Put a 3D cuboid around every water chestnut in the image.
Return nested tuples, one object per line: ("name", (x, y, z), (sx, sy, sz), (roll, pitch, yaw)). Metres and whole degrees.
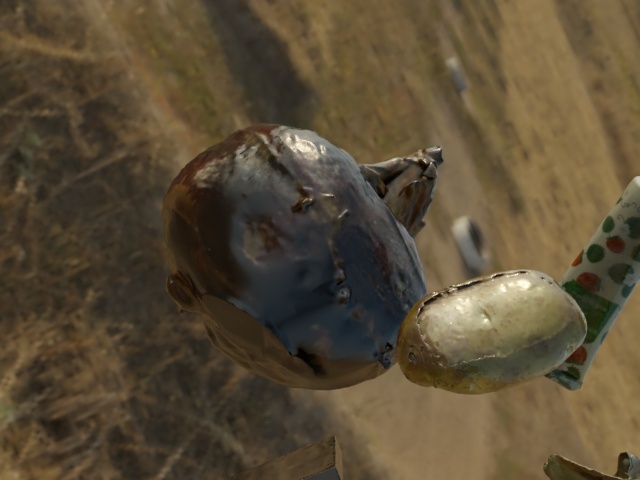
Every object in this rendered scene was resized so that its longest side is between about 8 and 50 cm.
("water chestnut", (0.000, 0.000, 1.598), (0.335, 0.347, 0.335), (45, -15, 15))

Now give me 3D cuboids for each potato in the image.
("potato", (0.147, 0.082, 1.218), (0.080, 0.170, 0.107), (91, -24, -61))

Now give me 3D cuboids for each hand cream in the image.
("hand cream", (0.304, 0.036, 1.490), (0.095, 0.276, 0.059), (27, 22, -3))

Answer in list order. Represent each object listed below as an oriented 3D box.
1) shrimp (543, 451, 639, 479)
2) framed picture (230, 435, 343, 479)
("shrimp", (0.172, 0.161, 0.598), (0.115, 0.051, 0.217), (-15, 43, -37))
("framed picture", (-0.039, 0.254, 1.475), (0.168, 0.128, 0.023), (-82, 150, -87))
